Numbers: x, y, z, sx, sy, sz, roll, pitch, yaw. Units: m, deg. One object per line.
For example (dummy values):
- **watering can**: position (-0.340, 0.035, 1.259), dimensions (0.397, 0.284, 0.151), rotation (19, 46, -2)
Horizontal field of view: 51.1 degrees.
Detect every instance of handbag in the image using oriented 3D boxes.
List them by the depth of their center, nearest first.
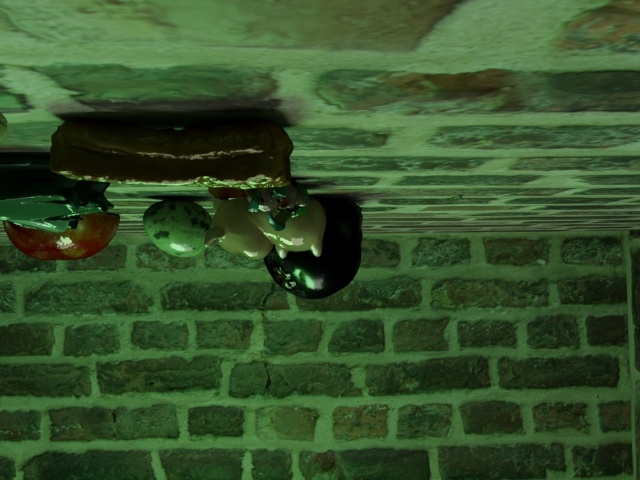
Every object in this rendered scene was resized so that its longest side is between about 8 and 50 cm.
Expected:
- **handbag**: position (-0.497, -0.079, 1.121), dimensions (0.238, 0.089, 0.326), rotation (-2, 178, -2)

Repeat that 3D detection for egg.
- **egg**: position (-0.345, -0.034, 1.626), dimensions (0.181, 0.141, 0.141), rotation (22, 165, -33)

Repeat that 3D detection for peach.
- **peach**: position (-0.130, -0.099, 1.044), dimensions (0.098, 0.062, 0.098), rotation (0, -159, 0)

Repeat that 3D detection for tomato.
- **tomato**: position (-0.786, -0.012, 2.024), dimensions (0.338, 0.144, 0.338), rotation (-3, 176, 0)

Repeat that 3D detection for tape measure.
- **tape measure**: position (-0.648, -0.084, 1.326), dimensions (0.330, 0.084, 0.164), rotation (19, 165, -42)

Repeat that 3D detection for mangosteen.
- **mangosteen**: position (0.000, 0.000, 1.693), dimensions (0.302, 0.275, 0.275), rotation (-41, -160, -29)

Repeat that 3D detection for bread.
- **bread**: position (-0.168, -0.101, 0.792), dimensions (0.270, 0.077, 0.139), rotation (1, -178, 4)

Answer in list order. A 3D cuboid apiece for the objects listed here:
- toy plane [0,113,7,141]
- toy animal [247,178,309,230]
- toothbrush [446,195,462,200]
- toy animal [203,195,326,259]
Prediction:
- **toy plane**: position (-0.425, -0.097, 0.698), dimensions (0.244, 0.093, 0.229), rotation (1, 165, 22)
- **toy animal**: position (-0.080, -0.071, 1.227), dimensions (0.100, 0.103, 0.208), rotation (0, 177, 8)
- **toothbrush**: position (0.335, -0.105, 1.681), dimensions (0.006, 0.008, 0.097), rotation (14, 176, -10)
- **toy animal**: position (-0.113, -0.037, 1.424), dimensions (0.250, 0.154, 0.166), rotation (-6, -160, 3)
